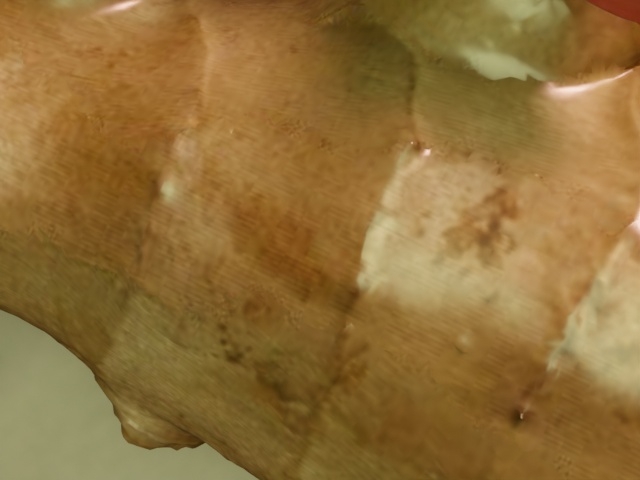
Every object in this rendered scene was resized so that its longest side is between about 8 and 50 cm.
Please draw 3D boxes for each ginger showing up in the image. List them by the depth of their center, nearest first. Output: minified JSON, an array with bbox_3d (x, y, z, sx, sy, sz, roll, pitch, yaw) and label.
[{"bbox_3d":[0.009,-0.020,0.518,0.375,0.166,0.236,25,119,-6],"label":"ginger"}]

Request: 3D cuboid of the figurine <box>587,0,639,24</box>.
[{"bbox_3d":[0.075,-0.125,0.470,0.075,0.068,0.140,17,64,10],"label":"figurine"}]
